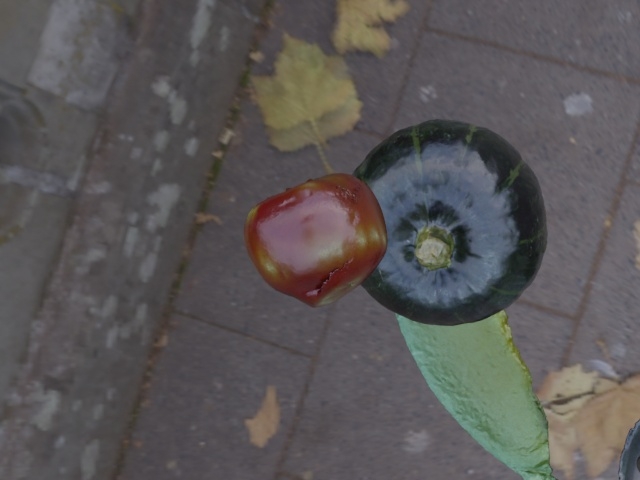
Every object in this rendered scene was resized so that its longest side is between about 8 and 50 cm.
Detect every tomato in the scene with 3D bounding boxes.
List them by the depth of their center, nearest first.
[{"bbox_3d":[0.000,0.000,0.809,0.087,0.087,0.075,-23,86,16],"label":"tomato"}]

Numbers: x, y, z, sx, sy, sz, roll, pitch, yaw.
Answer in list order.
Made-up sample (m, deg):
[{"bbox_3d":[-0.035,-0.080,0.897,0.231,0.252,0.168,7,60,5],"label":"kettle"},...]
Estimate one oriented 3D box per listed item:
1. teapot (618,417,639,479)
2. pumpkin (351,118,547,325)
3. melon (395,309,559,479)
[{"bbox_3d":[0.418,0.212,1.181,0.305,0.285,0.223,-43,36,48],"label":"teapot"},{"bbox_3d":[0.099,-0.013,1.066,0.167,0.125,0.167,0,91,-3],"label":"pumpkin"},{"bbox_3d":[0.169,0.137,1.313,0.114,0.053,0.261,-26,101,31],"label":"melon"}]
